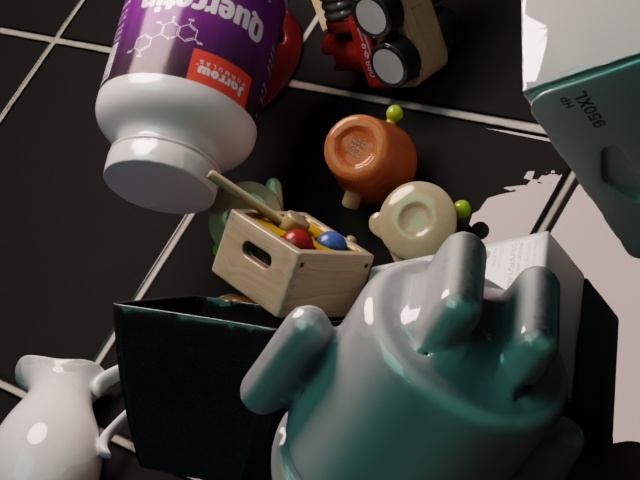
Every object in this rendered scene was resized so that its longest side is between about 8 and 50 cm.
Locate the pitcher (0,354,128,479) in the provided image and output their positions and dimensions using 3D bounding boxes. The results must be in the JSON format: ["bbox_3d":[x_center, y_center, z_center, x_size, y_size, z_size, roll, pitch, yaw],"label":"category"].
[{"bbox_3d":[-0.280,0.220,1.752,0.178,0.125,0.207,-11,39,13],"label":"pitcher"}]

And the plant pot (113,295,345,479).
[{"bbox_3d":[-0.093,0.152,1.572,0.187,0.188,0.167,7,92,23],"label":"plant pot"}]

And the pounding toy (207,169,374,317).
[{"bbox_3d":[-0.041,0.004,1.583,0.141,0.130,0.100,33,111,39],"label":"pounding toy"}]

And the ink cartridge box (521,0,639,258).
[{"bbox_3d":[0.320,-0.224,1.493,0.166,0.285,0.395,-17,49,27],"label":"ink cartridge box"}]

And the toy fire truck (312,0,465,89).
[{"bbox_3d":[0.034,-0.295,1.849,0.246,0.217,0.158,0,29,45],"label":"toy fire truck"}]

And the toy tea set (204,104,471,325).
[{"bbox_3d":[0.000,0.000,1.728,0.336,0.124,0.200,-30,73,11],"label":"toy tea set"}]

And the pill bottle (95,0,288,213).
[{"bbox_3d":[-0.144,-0.200,1.737,0.181,0.181,0.323,-7,60,35],"label":"pill bottle"}]

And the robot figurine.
[{"bbox_3d":[0.083,0.160,1.371,0.353,0.300,0.200,-59,7,35],"label":"robot figurine"}]

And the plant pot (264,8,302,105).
[{"bbox_3d":[-0.146,-0.267,1.985,0.191,0.174,0.191,-23,47,26],"label":"plant pot"}]

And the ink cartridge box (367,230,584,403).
[{"bbox_3d":[0.143,0.090,1.531,0.208,0.087,0.153,-13,50,32],"label":"ink cartridge box"}]
